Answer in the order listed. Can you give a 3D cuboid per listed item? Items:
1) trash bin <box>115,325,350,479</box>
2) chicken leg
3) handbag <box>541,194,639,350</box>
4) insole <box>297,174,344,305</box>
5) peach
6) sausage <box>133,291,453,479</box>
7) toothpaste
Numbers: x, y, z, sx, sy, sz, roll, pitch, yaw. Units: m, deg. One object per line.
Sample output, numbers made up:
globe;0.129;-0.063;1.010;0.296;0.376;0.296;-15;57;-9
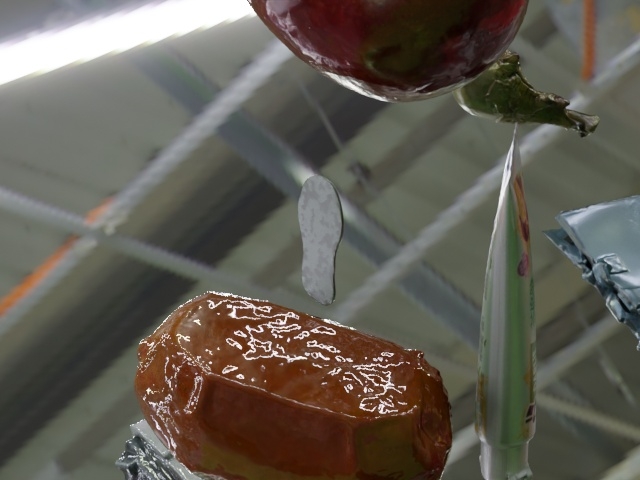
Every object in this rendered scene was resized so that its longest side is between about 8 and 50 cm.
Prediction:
trash bin;-0.039;0.312;2.253;0.367;0.296;0.256;-33;-36;-22
chicken leg;0.235;-0.162;1.984;0.178;0.070;0.093;23;-51;-9
handbag;0.313;0.054;1.611;0.144;0.221;0.057;-2;-42;-47
insole;0.000;0.000;1.964;0.006;0.065;0.193;-37;-35;-33
peach;0.040;-0.211;1.226;0.243;0.243;0.199;9;-47;-41
sausage;-0.023;0.136;1.433;0.268;0.153;0.141;17;-45;4
toothpaste;0.150;0.062;1.417;0.056;0.058;0.314;-20;-55;-29
